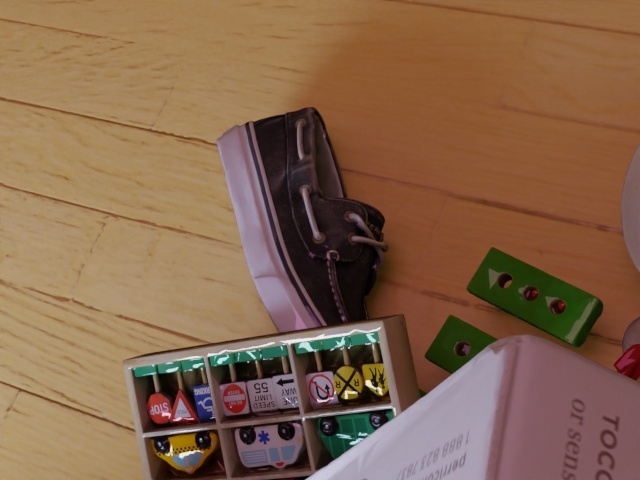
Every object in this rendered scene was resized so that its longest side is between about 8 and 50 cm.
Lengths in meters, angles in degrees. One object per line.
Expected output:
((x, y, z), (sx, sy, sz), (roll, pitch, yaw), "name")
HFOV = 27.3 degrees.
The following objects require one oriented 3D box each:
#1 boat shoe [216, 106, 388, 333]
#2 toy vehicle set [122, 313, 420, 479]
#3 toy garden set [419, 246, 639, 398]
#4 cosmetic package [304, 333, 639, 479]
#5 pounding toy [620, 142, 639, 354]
((0.000, 0.000, 1.178), (0.119, 0.121, 0.335), (-28, 55, 8), "boat shoe")
((-0.037, 0.160, 1.077), (0.267, 0.035, 0.165), (-12, 90, 33), "toy vehicle set")
((0.164, 0.155, 1.057), (0.204, 0.049, 0.244), (28, 82, 34), "toy garden set")
((0.160, 0.311, 0.690), (0.394, 0.329, 0.327), (24, 56, -14), "cosmetic package")
((0.342, 0.001, 1.042), (0.183, 0.110, 0.236), (5, 85, 46), "pounding toy")
